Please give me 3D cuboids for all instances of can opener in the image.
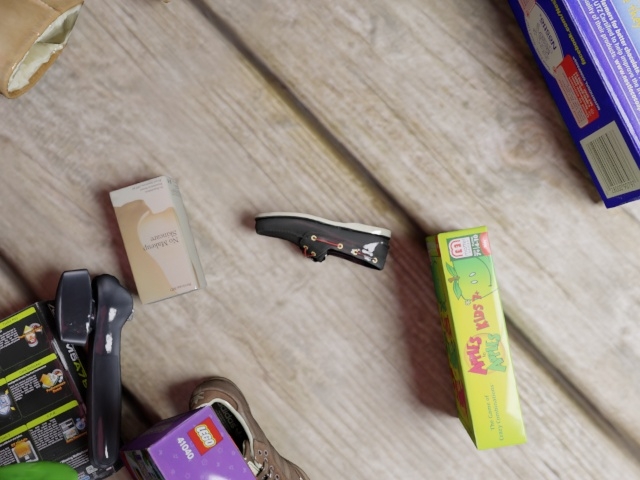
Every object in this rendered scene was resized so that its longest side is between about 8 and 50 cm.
[{"bbox_3d":[-0.209,0.119,0.551,0.073,0.059,0.186,-4,77,-21],"label":"can opener"}]

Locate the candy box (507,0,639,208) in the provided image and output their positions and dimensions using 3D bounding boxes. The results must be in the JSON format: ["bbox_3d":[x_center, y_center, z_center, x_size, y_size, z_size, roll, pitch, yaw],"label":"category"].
[{"bbox_3d":[0.357,-0.214,0.500,0.317,0.122,0.268,-23,86,4],"label":"candy box"}]

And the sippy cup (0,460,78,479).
[{"bbox_3d":[-0.229,0.351,0.474,0.224,0.240,0.305,-2,133,-10],"label":"sippy cup"}]

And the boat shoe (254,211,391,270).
[{"bbox_3d":[0.000,0.000,0.556,0.133,0.049,0.042,11,82,0],"label":"boat shoe"}]

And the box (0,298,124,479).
[{"bbox_3d":[-0.314,0.181,0.578,0.191,0.045,0.184,-27,85,4],"label":"box"}]

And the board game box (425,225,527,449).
[{"bbox_3d":[0.136,0.081,0.523,0.043,0.092,0.181,-10,88,3],"label":"board game box"}]

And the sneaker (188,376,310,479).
[{"bbox_3d":[-0.066,0.217,0.545,0.066,0.071,0.188,-38,86,2],"label":"sneaker"}]

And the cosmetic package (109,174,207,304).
[{"bbox_3d":[-0.158,0.000,0.571,0.060,0.041,0.115,-18,87,3],"label":"cosmetic package"}]

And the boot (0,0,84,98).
[{"bbox_3d":[-0.360,-0.291,0.569,0.270,0.089,0.236,28,68,-8],"label":"boot"}]

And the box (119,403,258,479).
[{"bbox_3d":[-0.059,0.280,0.482,0.057,0.201,0.293,-31,87,-31],"label":"box"}]

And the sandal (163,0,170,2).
[{"bbox_3d":[-0.158,-0.356,0.556,0.079,0.088,0.240,-20,83,9],"label":"sandal"}]
